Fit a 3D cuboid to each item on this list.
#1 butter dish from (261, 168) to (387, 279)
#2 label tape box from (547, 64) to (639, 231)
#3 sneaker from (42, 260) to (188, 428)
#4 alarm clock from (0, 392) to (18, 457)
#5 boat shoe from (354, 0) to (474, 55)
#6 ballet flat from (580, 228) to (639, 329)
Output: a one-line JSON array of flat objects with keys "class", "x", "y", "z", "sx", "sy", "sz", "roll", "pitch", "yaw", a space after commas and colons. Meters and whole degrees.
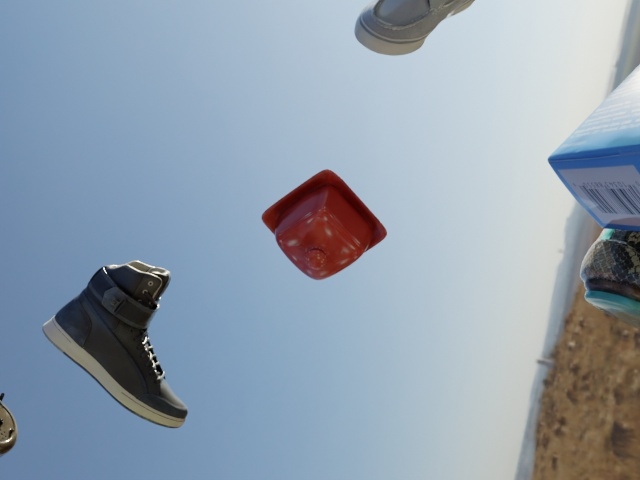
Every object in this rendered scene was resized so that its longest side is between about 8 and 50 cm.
[{"class": "butter dish", "x": 0.000, "y": 0.000, "z": 1.037, "sx": 0.160, "sy": 0.160, "sz": 0.118, "roll": 46, "pitch": -150, "yaw": -22}, {"class": "label tape box", "x": 0.408, "y": -0.157, "z": 0.584, "sx": 0.347, "sy": 0.115, "sz": 0.249, "roll": -43, "pitch": 11, "yaw": -7}, {"class": "sneaker", "x": -0.229, "y": 0.130, "z": 0.885, "sx": 0.163, "sy": 0.226, "sz": 0.086, "roll": -48, "pitch": 7, "yaw": -4}, {"class": "alarm clock", "x": -0.650, "y": 0.377, "z": 1.278, "sx": 0.129, "sy": 0.064, "sz": 0.192, "roll": 50, "pitch": -168, "yaw": -34}, {"class": "boat shoe", "x": 0.122, "y": -0.289, "z": 0.761, "sx": 0.227, "sy": 0.079, "sz": 0.081, "roll": -41, "pitch": -17, "yaw": -35}, {"class": "ballet flat", "x": 0.516, "y": 0.104, "z": 0.764, "sx": 0.182, "sy": 0.482, "sz": 0.164, "roll": -58, "pitch": 13, "yaw": -9}]
